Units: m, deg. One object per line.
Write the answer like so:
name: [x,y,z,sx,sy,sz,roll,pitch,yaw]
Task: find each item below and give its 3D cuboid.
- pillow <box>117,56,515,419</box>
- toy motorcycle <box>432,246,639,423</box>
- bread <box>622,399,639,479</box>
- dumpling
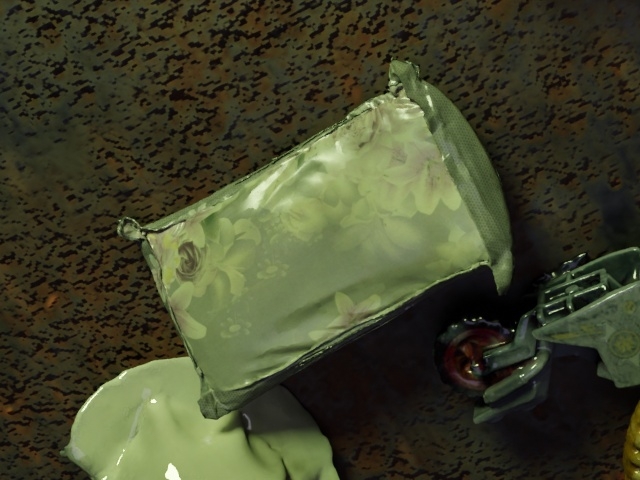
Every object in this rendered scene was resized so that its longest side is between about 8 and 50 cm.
pillow: [0.000,0.000,1.067,0.255,0.059,0.169,-27,95,15]
toy motorcycle: [0.189,0.071,1.089,0.215,0.080,0.122,-22,111,18]
bread: [0.319,0.112,1.015,0.253,0.142,0.227,-43,137,-10]
dumpling: [-0.065,0.182,1.133,0.166,0.126,0.216,-41,77,-10]
